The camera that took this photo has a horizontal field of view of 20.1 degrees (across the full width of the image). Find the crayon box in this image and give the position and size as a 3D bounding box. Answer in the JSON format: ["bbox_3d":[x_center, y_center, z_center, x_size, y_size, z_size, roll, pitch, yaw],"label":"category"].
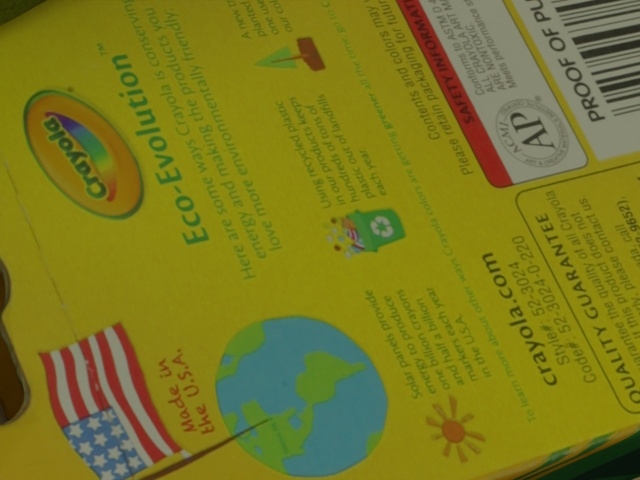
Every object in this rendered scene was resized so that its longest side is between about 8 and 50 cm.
[{"bbox_3d":[0.000,0.000,0.578,0.319,0.081,0.202,-13,67,-29],"label":"crayon box"}]

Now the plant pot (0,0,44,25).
[{"bbox_3d":[-0.155,-0.237,0.431,0.366,0.366,0.353,-32,83,-31],"label":"plant pot"}]
